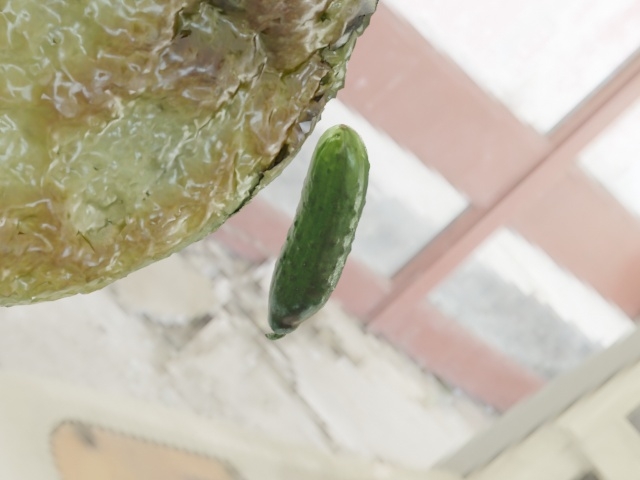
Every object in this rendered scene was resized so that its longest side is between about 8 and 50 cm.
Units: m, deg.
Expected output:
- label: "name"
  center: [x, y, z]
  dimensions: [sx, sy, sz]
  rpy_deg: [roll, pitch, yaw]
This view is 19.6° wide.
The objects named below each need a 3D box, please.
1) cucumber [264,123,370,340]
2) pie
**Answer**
- label: "cucumber"
  center: [0.000, 0.000, 0.970]
  dimensions: [0.037, 0.155, 0.037]
  rpy_deg: [12, 40, -10]
- label: "pie"
  center: [-0.093, -0.109, 0.654]
  dimensions: [0.302, 0.302, 0.067]
  rpy_deg: [36, 7, -42]
